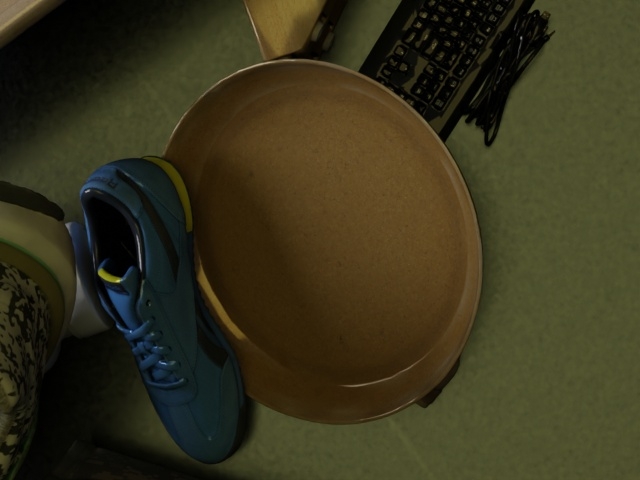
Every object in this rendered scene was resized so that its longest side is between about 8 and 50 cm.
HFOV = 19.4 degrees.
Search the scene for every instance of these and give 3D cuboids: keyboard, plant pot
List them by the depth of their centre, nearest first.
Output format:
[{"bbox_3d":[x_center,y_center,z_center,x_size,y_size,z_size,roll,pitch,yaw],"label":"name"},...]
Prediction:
[{"bbox_3d":[0.000,0.000,1.180,0.236,0.032,0.236,8,107,27],"label":"plant pot"},{"bbox_3d":[0.099,-0.140,1.210,0.100,0.038,0.192,32,93,5],"label":"keyboard"}]

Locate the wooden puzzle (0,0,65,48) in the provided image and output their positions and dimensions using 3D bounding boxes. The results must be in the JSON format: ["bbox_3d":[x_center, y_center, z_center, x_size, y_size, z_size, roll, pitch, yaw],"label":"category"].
[{"bbox_3d":[-0.249,-0.246,1.200,0.322,0.080,0.348,-36,63,5],"label":"wooden puzzle"}]

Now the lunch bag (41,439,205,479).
[{"bbox_3d":[-0.101,0.301,1.164,0.235,0.169,0.287,18,99,3],"label":"lunch bag"}]

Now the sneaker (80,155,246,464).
[{"bbox_3d":[-0.108,0.051,1.190,0.069,0.082,0.209,-9,101,30],"label":"sneaker"}]

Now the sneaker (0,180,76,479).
[{"bbox_3d":[-0.258,0.164,1.108,0.158,0.182,0.410,12,123,-17],"label":"sneaker"}]

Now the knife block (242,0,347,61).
[{"bbox_3d":[-0.059,-0.276,1.204,0.242,0.088,0.275,25,92,7],"label":"knife block"}]

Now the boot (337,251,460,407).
[{"bbox_3d":[0.037,0.054,1.215,0.118,0.042,0.087,24,103,17],"label":"boot"}]

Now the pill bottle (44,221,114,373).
[{"bbox_3d":[-0.232,0.052,1.209,0.184,0.103,0.103,-19,87,6],"label":"pill bottle"}]
